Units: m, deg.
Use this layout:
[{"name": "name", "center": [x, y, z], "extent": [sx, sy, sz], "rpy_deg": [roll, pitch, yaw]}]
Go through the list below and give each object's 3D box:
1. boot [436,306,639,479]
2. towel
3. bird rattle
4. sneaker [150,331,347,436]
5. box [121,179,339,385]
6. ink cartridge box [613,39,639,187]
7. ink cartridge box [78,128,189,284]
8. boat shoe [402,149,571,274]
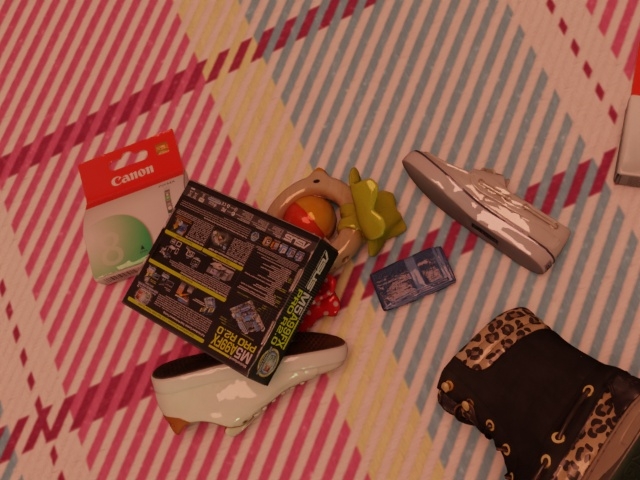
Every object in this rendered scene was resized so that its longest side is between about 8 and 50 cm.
[{"name": "boot", "center": [0.255, 0.285, 1.227], "extent": [0.377, 0.138, 0.284], "rpy_deg": [-54, 42, 5]}, {"name": "towel", "center": [0.137, 0.056, 1.413], "extent": [0.119, 0.029, 0.067], "rpy_deg": [-24, 71, 4]}, {"name": "bird rattle", "center": [0.000, 0.000, 1.428], "extent": [0.253, 0.143, 0.207], "rpy_deg": [-47, 55, 4]}, {"name": "sneaker", "center": [-0.095, 0.216, 1.397], "extent": [0.290, 0.106, 0.123], "rpy_deg": [-12, 104, 1]}, {"name": "box", "center": [-0.135, 0.054, 1.359], "extent": [0.270, 0.060, 0.216], "rpy_deg": [23, 83, 34]}, {"name": "ink cartridge box", "center": [0.588, -0.179, 1.373], "extent": [0.275, 0.060, 0.239], "rpy_deg": [10, 79, 13]}, {"name": "ink cartridge box", "center": [-0.297, -0.061, 1.518], "extent": [0.180, 0.056, 0.225], "rpy_deg": [-20, 74, 5]}, {"name": "boat shoe", "center": [0.245, -0.062, 1.391], "extent": [0.267, 0.096, 0.088], "rpy_deg": [37, 81, 16]}]
